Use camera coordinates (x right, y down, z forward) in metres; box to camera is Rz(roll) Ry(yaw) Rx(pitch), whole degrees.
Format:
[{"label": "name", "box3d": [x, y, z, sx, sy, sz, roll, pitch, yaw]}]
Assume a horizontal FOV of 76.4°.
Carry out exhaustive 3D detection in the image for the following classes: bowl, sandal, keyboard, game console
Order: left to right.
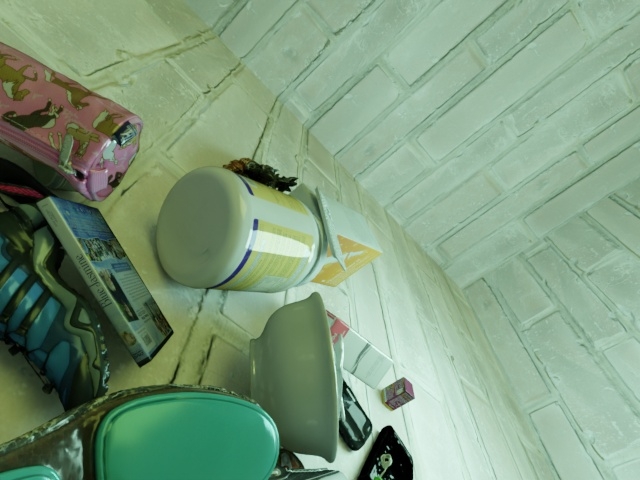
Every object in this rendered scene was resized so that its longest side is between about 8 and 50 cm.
[{"label": "sandal", "box3d": [-0.452, -0.064, 0.627, 0.179, 0.067, 0.040, 42, 34, -30]}, {"label": "bowl", "box3d": [-0.058, 0.246, 0.741, 0.298, 0.134, 0.297, 177, -90, -83]}, {"label": "keyboard", "box3d": [0.025, -0.036, 1.019, 0.072, 0.014, 0.255, 49, 20, -43]}, {"label": "game console", "box3d": [0.099, 0.444, 0.947, 0.361, 0.044, 0.213, 56, 21, 10]}]

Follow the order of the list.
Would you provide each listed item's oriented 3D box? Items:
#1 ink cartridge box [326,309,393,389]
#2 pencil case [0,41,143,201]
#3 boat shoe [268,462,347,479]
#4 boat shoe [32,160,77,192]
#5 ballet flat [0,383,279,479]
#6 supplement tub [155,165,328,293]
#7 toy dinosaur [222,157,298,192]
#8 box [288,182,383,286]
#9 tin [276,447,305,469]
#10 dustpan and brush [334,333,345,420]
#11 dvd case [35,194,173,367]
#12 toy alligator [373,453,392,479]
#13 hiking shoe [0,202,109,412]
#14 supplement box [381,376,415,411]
[{"label": "ink cartridge box", "box3d": [0.052, 0.255, 1.011, 0.218, 0.092, 0.159, 39, -9, -26]}, {"label": "pencil case", "box3d": [-0.474, -0.215, 0.607, 0.387, 0.159, 0.167, 30, -13, -15]}, {"label": "boat shoe", "box3d": [-0.092, 0.353, 0.572, 0.302, 0.108, 0.102, 5, 38, -35]}, {"label": "boat shoe", "box3d": [-0.482, -0.182, 0.757, 0.081, 0.079, 0.227, 27, 37, -61]}, {"label": "ballet flat", "box3d": [-0.249, 0.237, 0.376, 0.483, 0.182, 0.163, 12, 64, -58]}, {"label": "supplement tub", "box3d": [-0.154, -0.006, 0.895, 0.331, 0.241, 0.240, 17, 39, -57]}, {"label": "toy dinosaur", "box3d": [-0.214, -0.182, 1.268, 0.218, 0.164, 0.322, 41, 37, 14]}, {"label": "box", "box3d": [0.000, 0.000, 1.238, 0.346, 0.215, 0.168, 20, 38, -53]}, {"label": "tin", "box3d": [-0.058, 0.435, 0.647, 0.106, 0.040, 0.189, 41, 23, -36]}, {"label": "dustpan and brush", "box3d": [0.029, 0.298, 0.848, 0.147, 0.061, 0.210, 100, -14, -58]}, {"label": "dvd case", "box3d": [-0.307, 0.056, 0.610, 0.252, 0.022, 0.180, 60, -10, -4]}, {"label": "toy alligator", "box3d": [0.100, 0.510, 0.792, 0.190, 0.056, 0.051, -38, 127, -51]}, {"label": "hiking shoe", "box3d": [-0.371, 0.095, 0.504, 0.132, 0.113, 0.303, -18, 68, -46]}, {"label": "supplement box", "box3d": [0.220, 0.436, 1.154, 0.043, 0.083, 0.055, 44, 23, -18]}]
